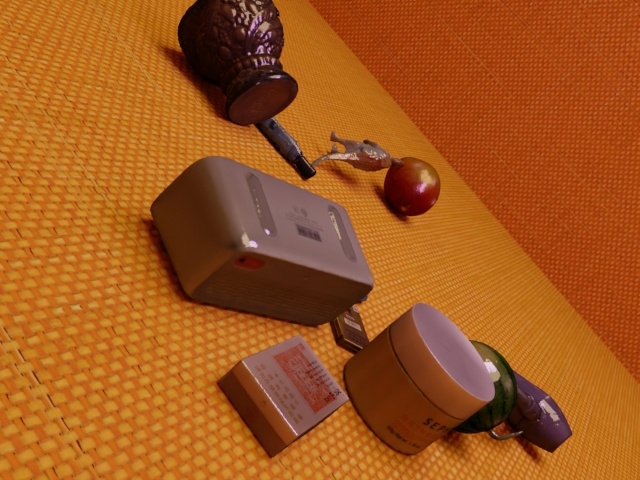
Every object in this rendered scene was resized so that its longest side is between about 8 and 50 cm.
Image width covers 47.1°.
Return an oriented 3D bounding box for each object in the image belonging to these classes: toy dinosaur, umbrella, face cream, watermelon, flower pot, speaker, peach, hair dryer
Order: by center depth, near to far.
[{"bbox_3d":[-0.084,0.016,1.284,0.406,0.183,0.184,19,40,-51],"label":"speaker"},{"bbox_3d":[0.180,0.254,1.350,0.218,0.179,0.218,39,22,-19],"label":"face cream"},{"bbox_3d":[0.309,0.311,1.499,0.188,0.188,0.215,6,62,-60],"label":"watermelon"},{"bbox_3d":[0.451,0.349,1.702,0.301,0.121,0.361,47,0,24],"label":"hair dryer"},{"bbox_3d":[-0.193,-0.450,1.836,0.266,0.266,0.267,6,57,-60],"label":"flower pot"},{"bbox_3d":[-0.098,-0.265,1.937,0.250,0.053,0.052,49,20,6],"label":"umbrella"},{"bbox_3d":[0.093,-0.253,2.165,0.205,0.092,0.393,30,21,25],"label":"toy dinosaur"},{"bbox_3d":[0.289,-0.164,2.343,0.197,0.197,0.197,39,22,-19],"label":"peach"}]

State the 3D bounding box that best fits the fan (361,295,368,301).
[{"bbox_3d":[0.045,0.068,1.642,0.175,0.005,0.113,47,21,-2],"label":"fan"}]

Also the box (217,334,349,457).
[{"bbox_3d":[-0.051,0.229,1.118,0.141,0.058,0.201,52,20,13],"label":"box"}]

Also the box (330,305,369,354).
[{"bbox_3d":[0.055,0.172,1.481,0.090,0.023,0.133,33,24,-36],"label":"box"}]
